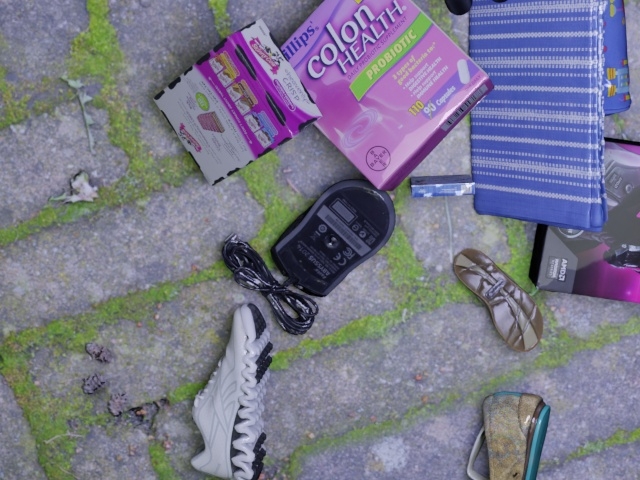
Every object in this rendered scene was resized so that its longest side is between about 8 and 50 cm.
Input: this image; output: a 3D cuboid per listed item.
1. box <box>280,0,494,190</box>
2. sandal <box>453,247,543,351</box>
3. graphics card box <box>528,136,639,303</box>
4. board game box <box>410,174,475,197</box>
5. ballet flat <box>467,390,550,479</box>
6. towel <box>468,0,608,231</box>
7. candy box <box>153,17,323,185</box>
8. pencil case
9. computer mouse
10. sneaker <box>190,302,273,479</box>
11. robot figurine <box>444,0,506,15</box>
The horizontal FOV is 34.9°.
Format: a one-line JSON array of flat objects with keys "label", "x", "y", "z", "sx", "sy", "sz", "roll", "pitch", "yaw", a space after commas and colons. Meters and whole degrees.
[{"label": "box", "x": 0.082, "y": -0.228, "z": 1.432, "sx": 0.213, "sy": 0.117, "sz": 0.243, "roll": -45, "pitch": 81, "yaw": 11}, {"label": "sandal", "x": 0.271, "y": 0.087, "z": 1.545, "sx": 0.072, "sy": 0.049, "sz": 0.180, "roll": -41, "pitch": 81, "yaw": 4}, {"label": "graphics card box", "x": 0.507, "y": -0.021, "z": 1.484, "sx": 0.371, "sy": 0.094, "sz": 0.233, "roll": 9, "pitch": 101, "yaw": 3}, {"label": "board game box", "x": 0.178, "y": -0.080, "z": 1.494, "sx": 0.090, "sy": 0.090, "sz": 0.020, "roll": -2, "pitch": 103, "yaw": 4}, {"label": "ballet flat", "x": 0.279, "y": 0.396, "z": 1.576, "sx": 0.123, "sy": 0.123, "sz": 0.348, "roll": 5, "pitch": 102, "yaw": 3}, {"label": "towel", "x": 0.300, "y": -0.187, "z": 1.418, "sx": 0.040, "sy": 0.243, "sz": 0.336, "roll": -10, "pitch": 103, "yaw": -35}, {"label": "candy box", "x": -0.120, "y": -0.188, "z": 1.432, "sx": 0.233, "sy": 0.071, "sz": 0.159, "roll": -23, "pitch": 102, "yaw": 52}, {"label": "pencil case", "x": 0.358, "y": -0.321, "z": 1.422, "sx": 0.133, "sy": 0.119, "sz": 0.306, "roll": -7, "pitch": 100, "yaw": 7}, {"label": "computer mouse", "x": 0.000, "y": 0.000, "z": 1.536, "sx": 0.272, "sy": 0.072, "sz": 0.188, "roll": -39, "pitch": 98, "yaw": 22}, {"label": "sneaker", "x": -0.141, "y": 0.237, "z": 1.571, "sx": 0.118, "sy": 0.110, "sz": 0.292, "roll": 8, "pitch": 101, "yaw": 11}, {"label": "robot figurine", "x": 0.181, "y": -0.449, "z": 1.365, "sx": 0.209, "sy": 0.173, "sz": 0.278, "roll": -9, "pitch": 80, "yaw": -25}]
